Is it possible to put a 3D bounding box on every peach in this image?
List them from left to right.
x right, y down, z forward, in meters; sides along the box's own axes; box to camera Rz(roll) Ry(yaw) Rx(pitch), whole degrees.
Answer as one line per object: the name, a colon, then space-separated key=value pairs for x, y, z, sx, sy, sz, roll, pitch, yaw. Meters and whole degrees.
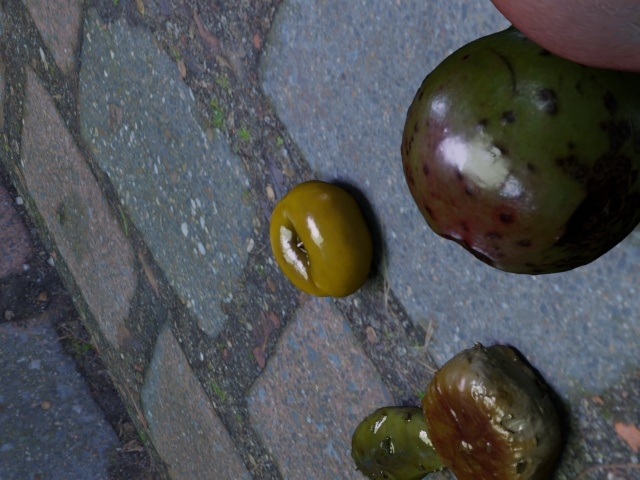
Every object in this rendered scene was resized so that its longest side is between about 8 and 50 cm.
peach: x=0.000 y=0.000 z=1.292 sx=0.179 sy=0.103 sz=0.179 roll=37 pitch=140 yaw=40

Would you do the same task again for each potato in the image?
potato: x=0.117 y=0.290 z=1.290 sx=0.117 sy=0.090 sz=0.225 roll=53 pitch=146 yaw=-1

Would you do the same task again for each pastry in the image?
pastry: x=0.206 y=0.229 z=1.106 sx=0.182 sy=0.093 sz=0.192 roll=49 pitch=144 yaw=27

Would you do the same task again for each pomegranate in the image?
pomegranate: x=0.194 y=-0.122 z=0.820 sx=0.242 sy=0.242 sz=0.306 roll=-20 pitch=54 yaw=60

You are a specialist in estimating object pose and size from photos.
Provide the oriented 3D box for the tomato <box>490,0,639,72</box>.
tomato: x=0.222 y=-0.253 z=0.562 sx=0.321 sy=0.321 sz=0.321 roll=36 pitch=136 yaw=44
